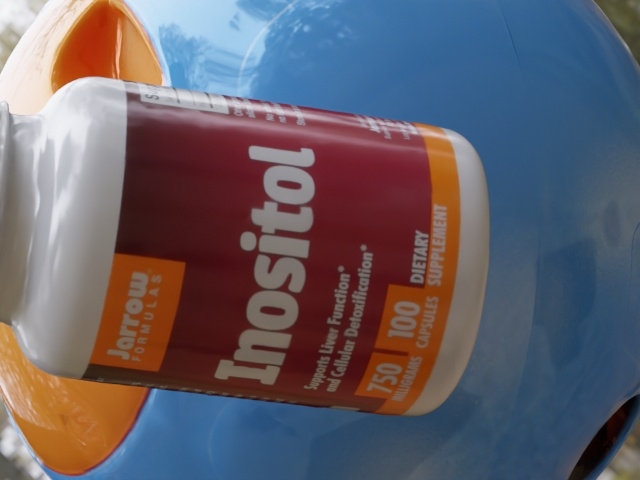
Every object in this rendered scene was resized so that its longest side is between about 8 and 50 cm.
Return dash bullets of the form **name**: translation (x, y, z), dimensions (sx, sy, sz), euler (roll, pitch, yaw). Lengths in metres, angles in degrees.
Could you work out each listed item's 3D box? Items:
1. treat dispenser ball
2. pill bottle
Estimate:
- **treat dispenser ball**: translation (0.000, 0.000, 0.770), dimensions (0.288, 0.288, 0.288), euler (-37, -28, -24)
- **pill bottle**: translation (-0.035, 0.001, 0.539), dimensions (0.152, 0.086, 0.086), euler (7, -50, -13)
